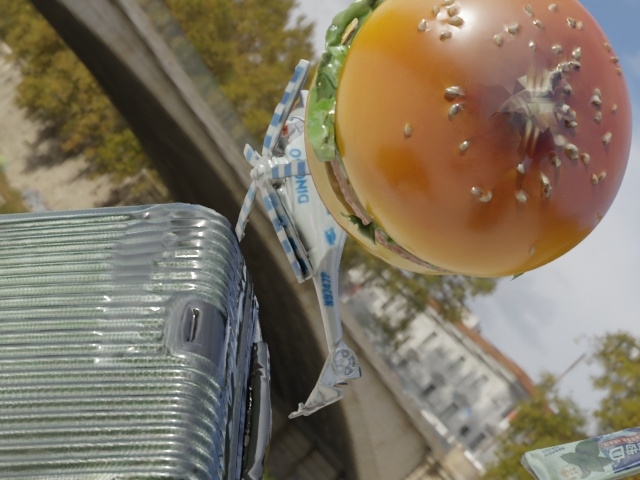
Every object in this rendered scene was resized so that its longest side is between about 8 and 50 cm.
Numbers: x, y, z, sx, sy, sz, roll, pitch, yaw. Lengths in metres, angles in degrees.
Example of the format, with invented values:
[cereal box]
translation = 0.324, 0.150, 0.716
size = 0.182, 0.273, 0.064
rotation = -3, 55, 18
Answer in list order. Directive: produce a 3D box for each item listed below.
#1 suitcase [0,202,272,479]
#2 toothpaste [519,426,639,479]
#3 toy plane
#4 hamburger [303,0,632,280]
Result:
[suitcase]
translation = -0.180, 0.089, 0.522
size = 0.202, 0.312, 0.128
rotation = -88, 172, -47
[toothpaste]
translation = 0.305, 0.198, 1.043
size = 0.060, 0.233, 0.038
rotation = -123, -152, -53
[toy plane]
translation = 0.006, -0.002, 0.932
size = 0.182, 0.107, 0.273
rotation = -55, -132, 45
[hamburger]
translation = 0.109, -0.087, 0.785
size = 0.246, 0.246, 0.170
rotation = 50, -13, -11
